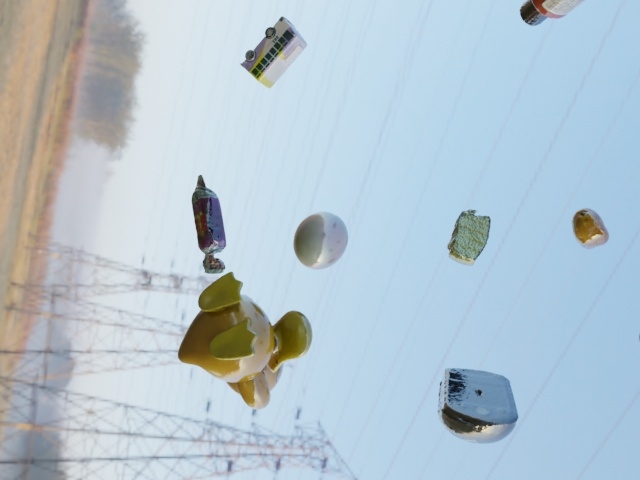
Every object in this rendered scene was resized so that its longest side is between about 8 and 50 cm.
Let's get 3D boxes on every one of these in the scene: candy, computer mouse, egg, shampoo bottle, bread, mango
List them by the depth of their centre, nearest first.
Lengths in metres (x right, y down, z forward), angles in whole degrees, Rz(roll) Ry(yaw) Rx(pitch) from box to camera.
[{"bbox_3d":[-0.182,-0.026,1.231,0.045,0.043,0.175,-21,-107,36],"label":"candy"},{"bbox_3d":[0.000,0.000,1.449,0.103,0.103,0.135,-65,175,38],"label":"egg"},{"bbox_3d":[0.519,-0.019,1.457,0.060,0.114,0.080,-28,-122,13],"label":"mango"},{"bbox_3d":[0.507,-0.530,1.553,0.278,0.104,0.105,147,-53,-71],"label":"shampoo bottle"},{"bbox_3d":[0.348,0.380,1.680,0.269,0.170,0.100,-53,152,-73],"label":"computer mouse"},{"bbox_3d":[0.414,0.002,2.119,0.110,0.103,0.156,97,17,-62],"label":"bread"}]

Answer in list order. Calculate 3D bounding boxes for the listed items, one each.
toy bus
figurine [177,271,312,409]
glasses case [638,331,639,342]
[{"bbox_3d":[-0.071,-0.296,1.189,0.102,0.052,0.058,-47,-110,11],"label":"toy bus"},{"bbox_3d":[-0.135,0.183,1.319,0.215,0.228,0.215,-17,-118,36],"label":"figurine"},{"bbox_3d":[0.666,0.204,1.220,0.074,0.323,0.131,-61,-154,23],"label":"glasses case"}]
